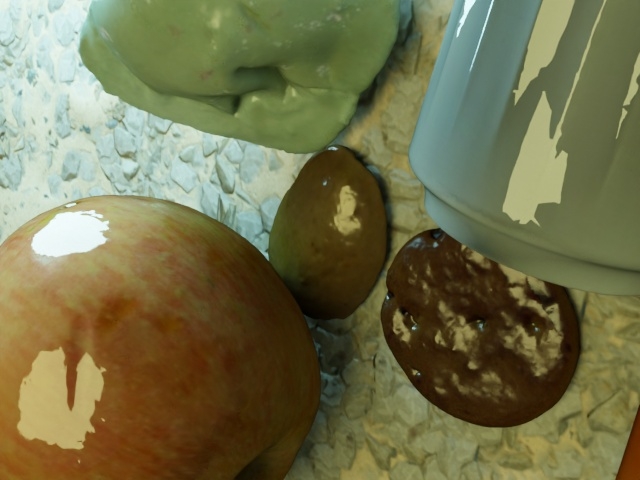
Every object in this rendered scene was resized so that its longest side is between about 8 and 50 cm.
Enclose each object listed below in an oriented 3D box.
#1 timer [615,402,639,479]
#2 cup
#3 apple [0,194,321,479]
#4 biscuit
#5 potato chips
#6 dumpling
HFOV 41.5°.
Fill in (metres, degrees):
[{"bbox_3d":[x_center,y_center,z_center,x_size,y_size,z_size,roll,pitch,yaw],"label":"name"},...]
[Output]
[{"bbox_3d":[0.350,0.195,0.650,0.250,0.161,0.257,31,119,46],"label":"timer"},{"bbox_3d":[0.250,-0.138,0.595,0.322,0.237,0.327,15,111,3],"label":"cup"},{"bbox_3d":[-0.190,0.159,0.899,0.346,0.391,0.391,29,117,15],"label":"apple"},{"bbox_3d":[0.149,0.084,0.824,0.212,0.036,0.212,10,107,36],"label":"biscuit"},{"bbox_3d":[0.000,0.000,0.918,0.150,0.049,0.202,49,131,26],"label":"potato chips"},{"bbox_3d":[-0.074,-0.232,0.841,0.320,0.270,0.212,3,74,62],"label":"dumpling"}]
